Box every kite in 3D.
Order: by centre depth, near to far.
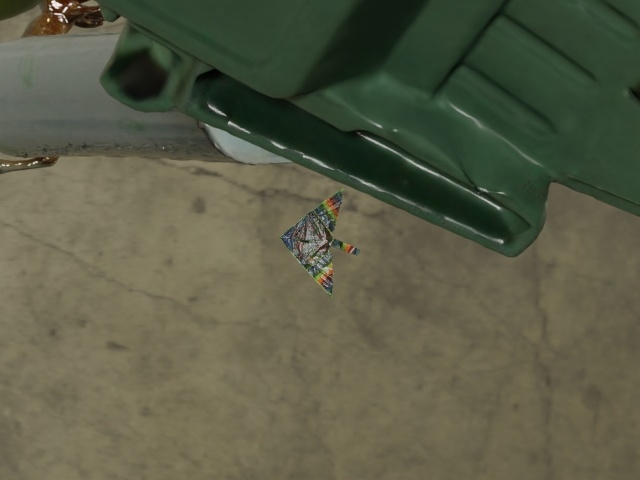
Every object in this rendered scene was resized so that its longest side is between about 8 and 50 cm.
[{"bbox_3d":[0.000,0.000,1.643,0.090,0.004,0.122,11,94,1],"label":"kite"}]

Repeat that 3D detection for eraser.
[{"bbox_3d":[-0.074,-0.086,0.864,0.174,0.227,0.081,-6,99,-42],"label":"eraser"}]

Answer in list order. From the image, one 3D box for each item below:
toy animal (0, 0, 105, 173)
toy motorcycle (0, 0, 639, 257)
[{"bbox_3d":[-0.277,-0.178,1.554,0.260,0.087,0.243,-23,66,-33],"label":"toy animal"},{"bbox_3d":[0.031,-0.120,0.354,0.326,0.191,0.200,27,51,-9],"label":"toy motorcycle"}]
